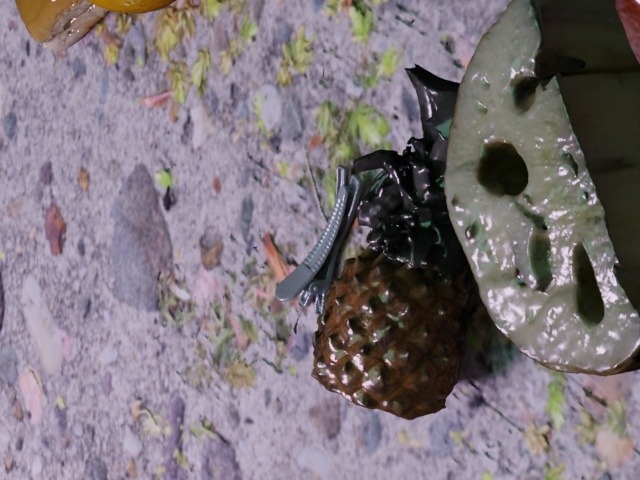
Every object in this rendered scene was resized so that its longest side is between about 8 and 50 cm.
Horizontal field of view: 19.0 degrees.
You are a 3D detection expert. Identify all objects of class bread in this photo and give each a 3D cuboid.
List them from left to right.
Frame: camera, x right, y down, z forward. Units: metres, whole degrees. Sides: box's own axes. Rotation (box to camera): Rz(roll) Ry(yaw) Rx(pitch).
[{"bbox_3d":[-0.222,-0.235,1.653,0.125,0.082,0.106,-30,59,43],"label":"bread"}]

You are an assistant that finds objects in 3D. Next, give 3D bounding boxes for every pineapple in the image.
[{"bbox_3d":[0.071,-0.004,1.285,0.111,0.119,0.237,-55,-20,-81],"label":"pineapple"}]

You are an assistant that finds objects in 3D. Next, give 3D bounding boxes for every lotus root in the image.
[{"bbox_3d":[0.164,-0.028,1.158,0.138,0.119,0.235,-26,70,46],"label":"lotus root"}]

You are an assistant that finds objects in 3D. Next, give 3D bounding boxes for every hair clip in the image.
[{"bbox_3d":[0.001,0.001,1.413,0.030,0.039,0.115,34,111,40],"label":"hair clip"}]

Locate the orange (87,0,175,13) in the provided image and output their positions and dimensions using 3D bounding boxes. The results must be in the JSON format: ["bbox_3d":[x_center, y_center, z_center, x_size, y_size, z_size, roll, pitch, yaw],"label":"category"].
[{"bbox_3d":[-0.156,-0.261,1.541,0.156,0.134,0.156,-5,82,37],"label":"orange"}]

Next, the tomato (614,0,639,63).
[{"bbox_3d":[0.301,-0.172,0.971,0.338,0.144,0.338,28,128,43],"label":"tomato"}]
